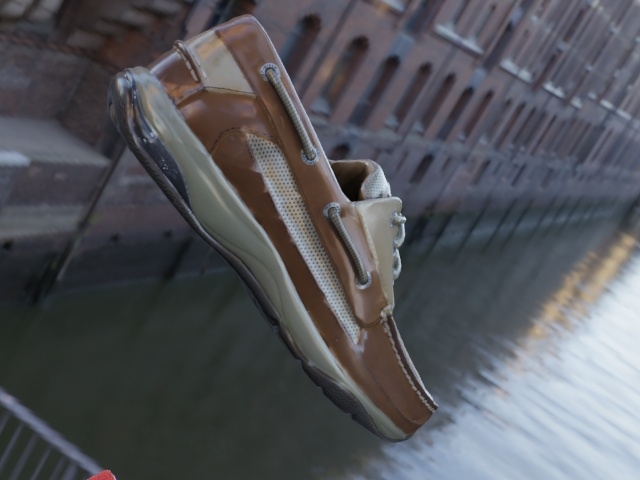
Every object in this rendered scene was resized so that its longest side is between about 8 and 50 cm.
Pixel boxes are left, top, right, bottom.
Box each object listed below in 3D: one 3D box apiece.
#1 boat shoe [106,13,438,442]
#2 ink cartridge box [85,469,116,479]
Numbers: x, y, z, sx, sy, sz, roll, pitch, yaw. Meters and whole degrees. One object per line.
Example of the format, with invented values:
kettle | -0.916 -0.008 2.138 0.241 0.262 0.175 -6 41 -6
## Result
boat shoe | 0.000 0.000 0.731 0.324 0.120 0.122 55 -4 -33
ink cartridge box | -0.272 0.372 0.912 0.385 0.091 0.308 -24 61 -25
